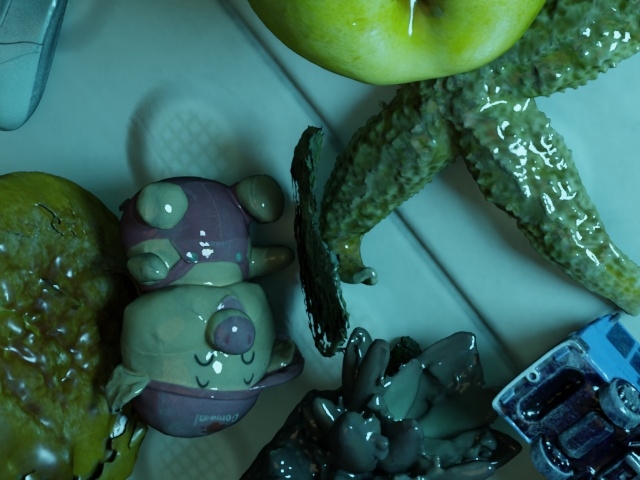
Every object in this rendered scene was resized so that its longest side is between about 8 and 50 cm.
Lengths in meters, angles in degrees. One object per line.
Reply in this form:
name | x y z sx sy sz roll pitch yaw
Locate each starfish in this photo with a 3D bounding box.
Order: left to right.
starfish | 0.174 -0.086 1.552 0.432 0.082 0.324 0 102 27

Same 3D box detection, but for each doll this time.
doll | -0.114 0.064 1.688 0.196 0.152 0.255 -2 91 -4

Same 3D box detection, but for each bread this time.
bread | -0.322 0.115 1.710 0.204 0.358 0.336 -16 95 36

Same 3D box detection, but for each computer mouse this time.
computer mouse | -0.325 -0.216 1.787 0.113 0.068 0.229 23 113 20

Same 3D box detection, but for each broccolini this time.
broccolini | 0.044 0.132 1.710 0.140 0.030 0.035 -30 82 35

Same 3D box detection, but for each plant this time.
plant | 0.044 0.226 1.638 0.194 0.181 0.320 35 129 -8

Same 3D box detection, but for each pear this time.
pear | 0.061 -0.285 1.430 0.314 0.314 0.314 8 107 26

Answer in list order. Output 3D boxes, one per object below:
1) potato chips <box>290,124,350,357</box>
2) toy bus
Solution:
potato chips | -0.004 0.000 1.618 0.029 0.202 0.220 -5 101 -8
toy bus | 0.276 0.182 1.534 0.234 0.133 0.116 49 121 3
